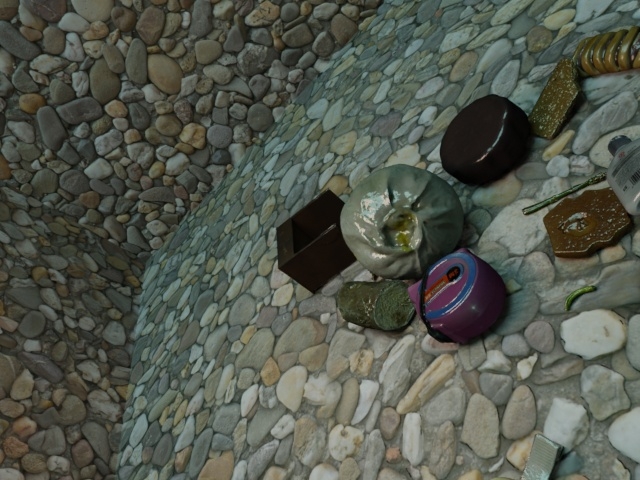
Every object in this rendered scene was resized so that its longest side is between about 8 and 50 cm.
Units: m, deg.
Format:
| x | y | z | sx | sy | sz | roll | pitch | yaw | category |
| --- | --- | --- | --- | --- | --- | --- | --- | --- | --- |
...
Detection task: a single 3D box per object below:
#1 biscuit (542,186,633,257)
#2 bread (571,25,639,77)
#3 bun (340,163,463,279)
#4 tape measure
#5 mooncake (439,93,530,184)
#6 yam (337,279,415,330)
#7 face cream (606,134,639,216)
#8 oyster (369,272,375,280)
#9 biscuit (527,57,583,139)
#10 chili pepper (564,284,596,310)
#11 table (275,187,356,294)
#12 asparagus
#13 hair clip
| x | y | z | sx | sy | sz | roll | pitch | yaw | category |
| --- | --- | --- | --- | --- | --- | --- | --- | --- | --- |
| 0.653 | -0.049 | 1.213 | 0.215 | 0.034 | 0.182 | -29 | 39 | 31 | biscuit |
| 0.825 | -0.537 | 1.427 | 0.134 | 0.081 | 0.225 | -58 | 27 | -10 | bread |
| 0.238 | -0.051 | 1.481 | 0.362 | 0.362 | 0.211 | -49 | -5 | 8 | bun |
| 0.359 | 0.140 | 1.325 | 0.231 | 0.149 | 0.245 | -43 | 25 | 22 | tape measure |
| 0.509 | -0.305 | 1.568 | 0.283 | 0.141 | 0.282 | -43 | 32 | 35 | mooncake |
| 0.158 | 0.195 | 1.536 | 0.255 | 0.154 | 0.153 | -5 | 55 | 55 | yam |
| 0.715 | -0.166 | 1.143 | 0.144 | 0.071 | 0.291 | -55 | 7 | 30 | face cream |
| 0.191 | 0.040 | 1.720 | 0.061 | 0.106 | 0.199 | 3 | 72 | 19 | oyster |
| 0.697 | -0.416 | 1.485 | 0.236 | 0.026 | 0.131 | -63 | 30 | 12 | biscuit |
| 0.584 | 0.126 | 1.146 | 0.083 | 0.017 | 0.030 | -40 | 35 | 21 | chili pepper |
| 0.000 | 0.000 | 1.910 | 0.282 | 0.196 | 0.250 | -38 | 33 | 20 | table |
| 0.638 | -0.123 | 1.323 | 0.233 | 0.022 | 0.023 | -31 | -7 | 37 | asparagus |
| 0.410 | 0.489 | 0.975 | 0.159 | 0.071 | 0.218 | 18 | 78 | 56 | hair clip |
